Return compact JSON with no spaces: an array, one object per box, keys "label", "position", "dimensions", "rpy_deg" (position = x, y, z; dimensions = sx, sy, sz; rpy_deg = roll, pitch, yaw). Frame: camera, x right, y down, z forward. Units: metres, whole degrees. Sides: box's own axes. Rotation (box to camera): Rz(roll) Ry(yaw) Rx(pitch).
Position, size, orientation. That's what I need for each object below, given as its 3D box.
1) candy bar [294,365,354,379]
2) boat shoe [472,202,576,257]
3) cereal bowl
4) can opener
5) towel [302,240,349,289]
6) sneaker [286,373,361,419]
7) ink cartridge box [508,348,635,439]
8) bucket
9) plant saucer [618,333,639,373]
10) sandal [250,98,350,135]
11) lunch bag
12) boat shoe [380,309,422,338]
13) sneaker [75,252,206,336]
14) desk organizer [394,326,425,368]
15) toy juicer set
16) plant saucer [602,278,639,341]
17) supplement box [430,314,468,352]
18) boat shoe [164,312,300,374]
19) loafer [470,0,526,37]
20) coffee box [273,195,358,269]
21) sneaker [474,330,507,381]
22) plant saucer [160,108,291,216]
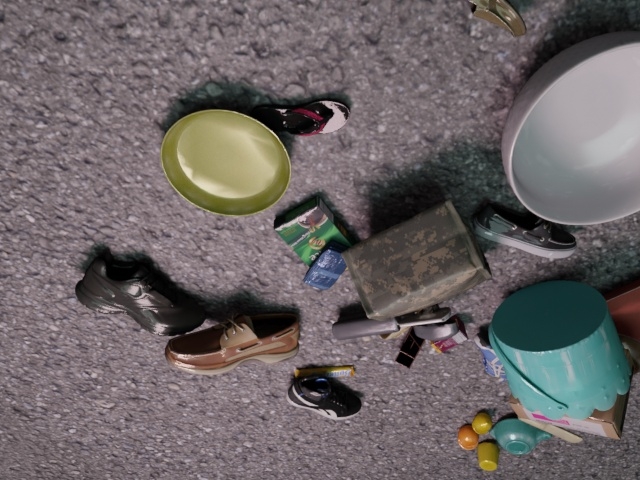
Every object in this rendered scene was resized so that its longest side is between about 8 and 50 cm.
[{"label":"candy bar","position":[0.012,0.352,1.488],"dimensions":[0.162,0.018,0.040],"rpy_deg":[-3,130,2]},{"label":"boat shoe","position":[0.430,-0.028,1.149],"dimensions":[0.229,0.080,0.076],"rpy_deg":[16,130,-5]},{"label":"cereal bowl","position":[0.472,-0.198,0.960],"dimensions":[0.340,0.141,0.338],"rpy_deg":[0,130,-1]},{"label":"can opener","position":[0.169,0.203,1.283],"dimensions":[0.284,0.076,0.095],"rpy_deg":[-14,101,26]},{"label":"towel","position":[0.018,0.057,1.179],"dimensions":[0.067,0.029,0.119],"rpy_deg":[22,126,-20]},{"label":"sneaker","position":[0.028,0.413,1.482],"dimensions":[0.217,0.079,0.121],"rpy_deg":[15,142,-16]},{"label":"ink cartridge box","position":[0.593,0.341,1.324],"dimensions":[0.235,0.193,0.088],"rpy_deg":[1,140,42]},{"label":"bucket","position":[0.520,0.230,1.235],"dimensions":[0.282,0.281,0.183],"rpy_deg":[-20,113,15]},{"label":"plant saucer","position":[0.709,0.288,1.386],"dimensions":[0.199,0.036,0.198],"rpy_deg":[17,149,11]},{"label":"sandal","position":[-0.036,-0.212,0.999],"dimensions":[0.180,0.040,0.067],"rpy_deg":[-3,130,1]},{"label":"lunch bag","position":[0.209,0.053,1.136],"dimensions":[0.236,0.168,0.287],"rpy_deg":[-27,161,15]},{"label":"boat shoe","position":[0.199,0.189,1.343],"dimensions":[0.045,0.050,0.135],"rpy_deg":[16,130,-45]},{"label":"sneaker","position":[-0.381,0.119,1.232],"dimensions":[0.287,0.109,0.130],"rpy_deg":[21,118,-22]},{"label":"desk organizer","position":[0.229,0.253,1.380],"dimensions":[0.047,0.050,0.130],"rpy_deg":[27,130,13]},{"label":"toy juicer set","position":[0.550,0.548,1.631],"dimensions":[0.209,0.089,0.329],"rpy_deg":[41,127,-15]},{"label":"plant saucer","position":[0.788,0.169,1.338],"dimensions":[0.259,0.047,0.258],"rpy_deg":[-30,125,23]},{"label":"supplement box","position":[0.311,0.229,1.369],"dimensions":[0.083,0.054,0.043],"rpy_deg":[-33,123,22]},{"label":"boat shoe","position":[-0.193,0.219,1.283],"dimensions":[0.325,0.123,0.116],"rpy_deg":[-3,121,-32]},{"label":"loafer","position":[0.261,-0.366,0.873],"dimensions":[0.148,0.056,0.050],"rpy_deg":[38,121,-17]},{"label":"coffee box","position":[0.000,0.000,1.177],"dimensions":[0.113,0.040,0.184],"rpy_deg":[-27,126,19]},{"label":"sneaker","position":[0.445,0.303,1.419],"dimensions":[0.081,0.080,0.211],"rpy_deg":[-35,122,23]},{"label":"plant saucer","position":[-0.173,-0.146,1.043],"dimensions":[0.241,0.037,0.240],"rpy_deg":[3,134,3]}]
